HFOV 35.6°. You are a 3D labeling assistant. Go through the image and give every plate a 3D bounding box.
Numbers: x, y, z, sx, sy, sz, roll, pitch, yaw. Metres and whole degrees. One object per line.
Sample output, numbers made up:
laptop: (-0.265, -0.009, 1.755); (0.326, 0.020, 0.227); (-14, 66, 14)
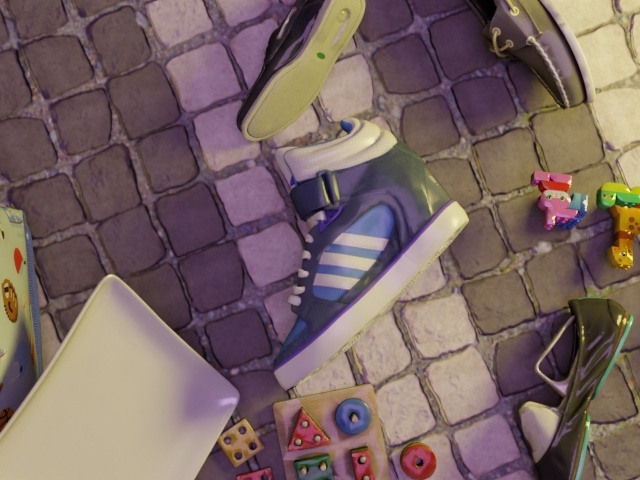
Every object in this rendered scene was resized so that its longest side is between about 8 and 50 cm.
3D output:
plate: (-0.245, 0.224, 1.165); (0.277, 0.045, 0.278); (51, 58, -39)

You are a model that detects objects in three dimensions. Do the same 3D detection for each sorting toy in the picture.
sorting toy: (0.006, 0.264, 1.274); (0.274, 0.046, 0.132); (-11, 89, -2)

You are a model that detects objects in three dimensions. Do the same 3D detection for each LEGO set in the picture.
LEGO set: (0.371, -0.017, 1.269); (0.227, 0.087, 0.093); (7, 74, -2)

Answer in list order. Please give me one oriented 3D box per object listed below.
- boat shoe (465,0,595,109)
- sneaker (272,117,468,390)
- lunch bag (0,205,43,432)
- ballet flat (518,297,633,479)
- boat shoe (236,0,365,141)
boat shoe: (0.239, -0.288, 1.264); (0.091, 0.109, 0.305); (-31, 84, -2)
sneaker: (0.000, 0.000, 1.249); (0.323, 0.130, 0.236); (-45, 81, 2)
lunch bag: (-0.454, 0.159, 1.119); (0.239, 0.328, 0.385); (-9, 90, 3)
ballet flat: (0.310, 0.202, 1.270); (0.096, 0.095, 0.280); (20, 78, 8)
boat shoe: (-0.036, -0.232, 1.277); (0.079, 0.084, 0.233); (38, 96, 37)
